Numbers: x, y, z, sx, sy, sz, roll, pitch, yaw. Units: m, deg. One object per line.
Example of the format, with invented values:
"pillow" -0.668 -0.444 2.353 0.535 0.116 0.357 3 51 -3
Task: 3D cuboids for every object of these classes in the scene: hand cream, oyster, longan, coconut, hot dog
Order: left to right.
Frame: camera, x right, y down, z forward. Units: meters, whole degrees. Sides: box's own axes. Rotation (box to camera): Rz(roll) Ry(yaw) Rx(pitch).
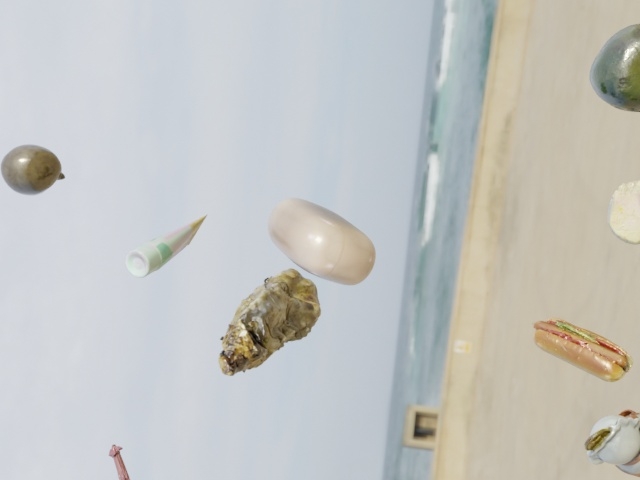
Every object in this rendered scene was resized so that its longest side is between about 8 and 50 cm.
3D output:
"longan" -0.517 -0.127 1.648 0.113 0.113 0.092 83 -177 -66
"hand cream" -0.246 0.009 1.491 0.076 0.047 0.174 -53 -8 31
"oyster" -0.083 0.143 1.617 0.079 0.128 0.345 -36 3 31
"hot dog" 0.552 0.226 1.957 0.092 0.236 0.062 -45 -43 -25
"coconut" 0.564 -0.055 1.577 0.122 0.116 0.116 -14 -63 -41

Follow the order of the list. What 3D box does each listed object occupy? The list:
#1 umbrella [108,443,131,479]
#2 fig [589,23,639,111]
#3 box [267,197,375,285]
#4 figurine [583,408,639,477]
"umbrella" -0.329 0.420 1.553 0.165 0.025 0.027 62 150 30
"fig" 0.399 -0.219 1.178 0.177 0.117 0.117 -60 -24 -84
"box" 0.000 0.000 1.400 0.088 0.146 0.200 -64 31 8
"figurine" 0.632 0.419 1.870 0.271 0.143 0.143 3 -87 -49
